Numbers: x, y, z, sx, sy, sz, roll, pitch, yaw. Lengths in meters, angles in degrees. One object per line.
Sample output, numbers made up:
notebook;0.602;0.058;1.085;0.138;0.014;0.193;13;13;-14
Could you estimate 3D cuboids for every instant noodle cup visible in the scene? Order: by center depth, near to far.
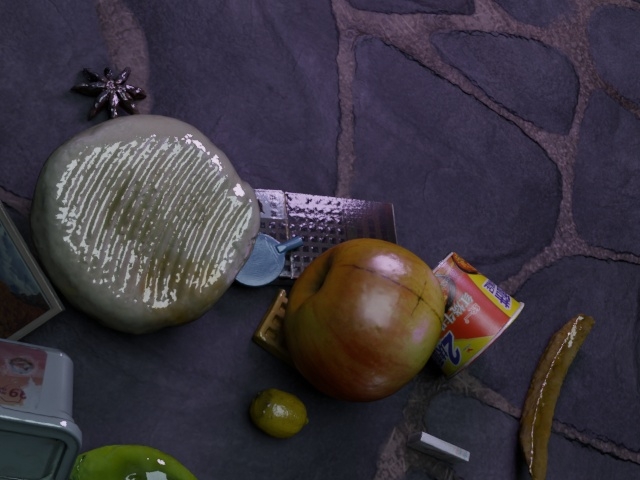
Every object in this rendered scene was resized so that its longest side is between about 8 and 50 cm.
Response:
instant noodle cup;0.254;0.135;1.579;0.174;0.213;0.213;45;57;7

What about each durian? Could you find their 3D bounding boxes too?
durian;-0.265;0.393;1.263;0.250;0.101;0.139;45;58;-4

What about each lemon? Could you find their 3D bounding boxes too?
lemon;-0.069;0.299;1.412;0.110;0.082;0.082;29;60;-21

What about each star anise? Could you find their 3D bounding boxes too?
star anise;-0.383;-0.271;1.512;0.141;0.042;0.141;9;67;-22

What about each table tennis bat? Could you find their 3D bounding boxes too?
table tennis bat;-0.100;0.027;1.490;0.155;0.019;0.100;-25;80;-25

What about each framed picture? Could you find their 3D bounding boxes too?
framed picture;-0.523;0.049;1.258;0.184;0.016;0.250;-32;86;10

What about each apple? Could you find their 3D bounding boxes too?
apple;0.071;0.132;1.413;0.233;0.286;0.286;33;59;-20

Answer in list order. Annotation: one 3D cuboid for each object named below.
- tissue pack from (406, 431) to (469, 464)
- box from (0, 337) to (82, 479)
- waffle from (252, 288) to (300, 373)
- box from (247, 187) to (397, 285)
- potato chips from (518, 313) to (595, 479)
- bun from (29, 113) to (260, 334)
tissue pack;0.219;0.388;1.534;0.108;0.056;0.023;26;59;-16
box;-0.500;0.233;1.161;0.311;0.175;0.182;14;33;-21
waffle;-0.024;0.187;1.515;0.191;0.032;0.125;36;55;-12
box;0.000;0.001;1.588;0.324;0.047;0.180;5;68;-25
potato chips;0.467;0.313;1.678;0.057;0.080;0.407;46;54;-23
bun;-0.294;-0.030;1.355;0.365;0.219;0.365;2;86;-23
